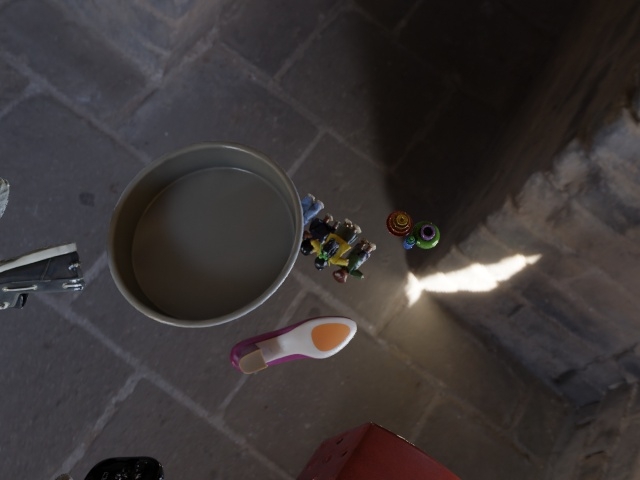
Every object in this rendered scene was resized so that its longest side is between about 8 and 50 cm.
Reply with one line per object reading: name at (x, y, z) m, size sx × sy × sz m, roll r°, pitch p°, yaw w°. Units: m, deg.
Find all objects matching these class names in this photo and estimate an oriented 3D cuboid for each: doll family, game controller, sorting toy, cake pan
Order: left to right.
game controller at (-0.380, 0.510, 1.342) m, size 0.166 × 0.067 × 0.319 m, roll -2°, pitch 42°, yaw 19°
cake pan at (-0.166, -0.007, 1.165) m, size 0.293 × 0.054 × 0.293 m, roll -3°, pitch 67°, yaw 7°
doll family at (0.000, 0.000, 1.407) m, size 0.193 × 0.076 × 0.111 m, roll 33°, pitch 70°, yaw 26°
sorting toy at (0.165, -0.018, 1.406) m, size 0.101 × 0.042 × 0.061 m, roll 18°, pitch 73°, yaw 0°

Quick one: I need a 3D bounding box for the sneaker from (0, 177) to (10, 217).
sneaker at (-0.744, -0.012, 1.616) m, size 0.122 × 0.110 × 0.283 m, roll 23°, pitch 83°, yaw -34°

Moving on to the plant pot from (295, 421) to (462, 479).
plant pot at (0.087, 0.537, 1.638) m, size 0.236 × 0.267 × 0.267 m, roll 48°, pitch 45°, yaw -6°

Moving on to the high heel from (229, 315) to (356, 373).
high heel at (-0.055, 0.196, 1.527) m, size 0.244 × 0.117 × 0.082 m, roll -23°, pitch 99°, yaw -13°

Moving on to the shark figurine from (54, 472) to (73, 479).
shark figurine at (-0.167, 0.301, 0.520) m, size 0.278 × 0.116 × 0.166 m, roll 35°, pitch 82°, yaw 32°

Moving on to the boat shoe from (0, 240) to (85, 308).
boat shoe at (-0.451, 0.066, 1.125) m, size 0.233 × 0.084 × 0.079 m, roll -15°, pitch 102°, yaw 0°
